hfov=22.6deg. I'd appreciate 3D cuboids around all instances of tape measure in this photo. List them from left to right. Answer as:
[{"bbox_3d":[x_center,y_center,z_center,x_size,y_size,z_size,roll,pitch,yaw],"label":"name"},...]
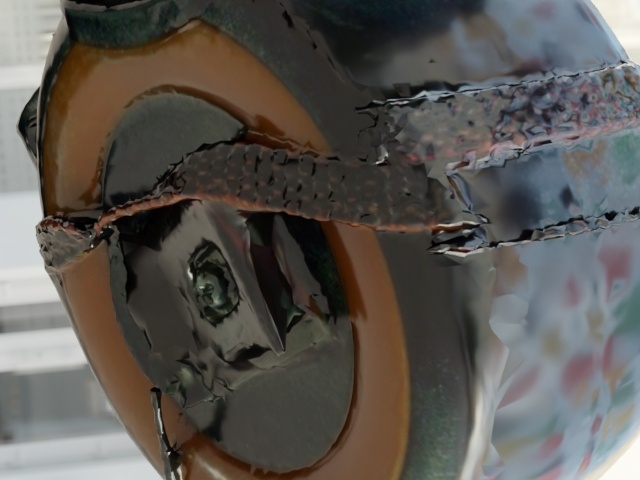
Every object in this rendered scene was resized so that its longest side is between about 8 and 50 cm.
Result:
[{"bbox_3d":[0.000,0.000,0.471,0.202,0.135,0.223,62,-33,6],"label":"tape measure"}]
